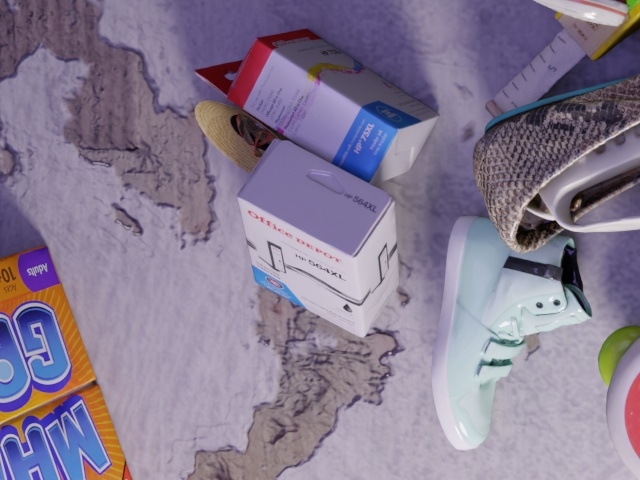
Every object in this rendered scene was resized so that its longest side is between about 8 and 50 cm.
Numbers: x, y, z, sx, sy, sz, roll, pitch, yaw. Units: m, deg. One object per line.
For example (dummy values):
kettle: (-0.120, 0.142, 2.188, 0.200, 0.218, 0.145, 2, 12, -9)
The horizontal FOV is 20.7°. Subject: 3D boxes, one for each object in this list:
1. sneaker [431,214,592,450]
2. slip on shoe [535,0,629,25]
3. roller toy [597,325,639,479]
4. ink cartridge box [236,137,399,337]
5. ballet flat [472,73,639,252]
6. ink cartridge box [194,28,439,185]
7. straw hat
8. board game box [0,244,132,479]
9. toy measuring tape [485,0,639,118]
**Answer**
sneaker: (0.205, 0.108, 1.852, 0.151, 0.094, 0.255, 8, 100, 28)
slip on shoe: (0.201, -0.318, 1.699, 0.101, 0.123, 0.331, -60, 39, 30)
roller toy: (0.390, 0.162, 1.758, 0.209, 0.146, 0.191, -21, 91, 24)
ink cartridge box: (0.000, 0.000, 1.864, 0.148, 0.203, 0.086, 27, 69, 18)
ballet flat: (0.369, -0.113, 1.699, 0.483, 0.164, 0.182, -27, 59, 28)
ink cartridge box: (-0.004, -0.156, 1.874, 0.231, 0.134, 0.078, 34, 112, 13)
straw hat: (-0.064, -0.128, 1.943, 0.144, 0.144, 0.061, 31, 69, 15)
board game box: (-0.488, 0.249, 2.033, 0.356, 0.356, 0.356, -19, 92, 25)
toy measuring tape: (0.292, -0.228, 1.773, 0.121, 0.121, 0.330, 50, 136, 8)
